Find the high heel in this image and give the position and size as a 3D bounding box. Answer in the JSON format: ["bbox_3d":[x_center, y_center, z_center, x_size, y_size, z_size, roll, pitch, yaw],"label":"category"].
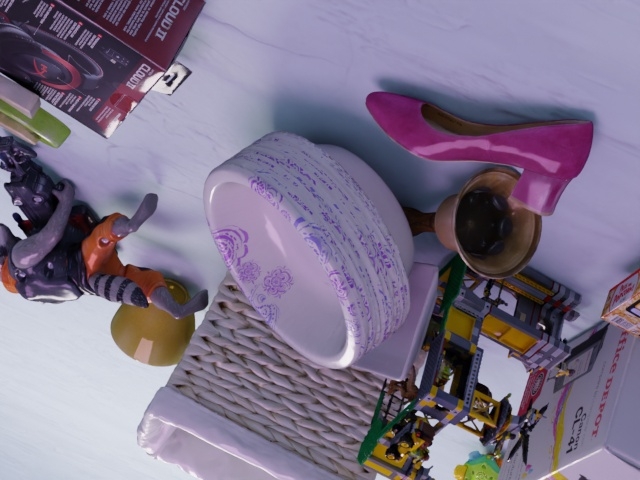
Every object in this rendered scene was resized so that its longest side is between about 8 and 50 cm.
[{"bbox_3d":[0.167,-0.128,1.522,0.244,0.082,0.117,32,123,16],"label":"high heel"}]

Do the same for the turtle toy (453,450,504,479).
[{"bbox_3d":[0.268,0.382,2.304,0.095,0.066,0.130,15,151,17],"label":"turtle toy"}]

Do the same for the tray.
[{"bbox_3d":[0.073,0.094,1.809,0.030,0.145,0.270,19,176,-24],"label":"tray"}]

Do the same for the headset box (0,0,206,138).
[{"bbox_3d":[-0.282,-0.249,1.604,0.293,0.110,0.218,32,152,-13],"label":"headset box"}]

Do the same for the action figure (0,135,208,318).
[{"bbox_3d":[-0.366,0.007,2.055,0.330,0.179,0.341,-3,142,31],"label":"action figure"}]

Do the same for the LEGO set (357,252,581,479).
[{"bbox_3d":[0.200,0.175,1.774,0.192,0.331,0.255,28,132,-10],"label":"LEGO set"}]

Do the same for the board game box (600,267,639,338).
[{"bbox_3d":[0.425,0.073,1.603,0.146,0.045,0.193,28,153,-6],"label":"board game box"}]

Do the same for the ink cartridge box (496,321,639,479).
[{"bbox_3d":[0.358,0.229,1.798,0.131,0.226,0.306,27,151,-7],"label":"ink cartridge box"}]

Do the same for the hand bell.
[{"bbox_3d":[0.139,-0.020,1.703,0.126,0.126,0.242,39,161,-25],"label":"hand bell"}]

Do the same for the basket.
[{"bbox_3d":[-0.063,0.231,2.057,0.331,0.266,0.328,26,161,-2],"label":"basket"}]

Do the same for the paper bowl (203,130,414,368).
[{"bbox_3d":[0.000,0.000,1.707,0.284,0.148,0.284,40,151,27],"label":"paper bowl"}]

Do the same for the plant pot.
[{"bbox_3d":[-0.249,0.114,2.211,0.134,0.134,0.095,24,127,1],"label":"plant pot"}]

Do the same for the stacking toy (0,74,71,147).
[{"bbox_3d":[-0.467,-0.164,1.749,0.279,0.130,0.309,31,175,3],"label":"stacking toy"}]
